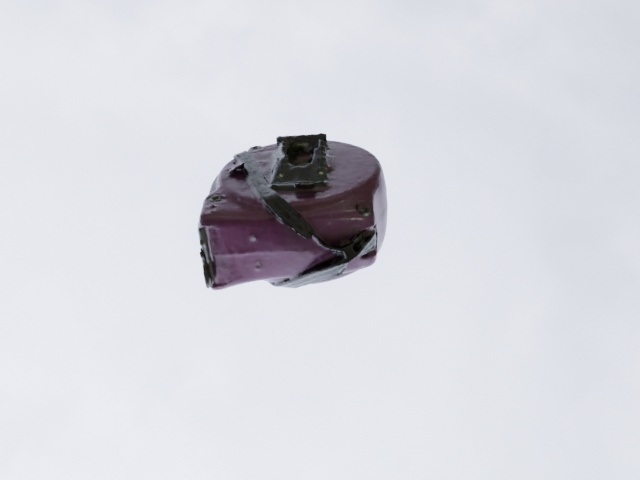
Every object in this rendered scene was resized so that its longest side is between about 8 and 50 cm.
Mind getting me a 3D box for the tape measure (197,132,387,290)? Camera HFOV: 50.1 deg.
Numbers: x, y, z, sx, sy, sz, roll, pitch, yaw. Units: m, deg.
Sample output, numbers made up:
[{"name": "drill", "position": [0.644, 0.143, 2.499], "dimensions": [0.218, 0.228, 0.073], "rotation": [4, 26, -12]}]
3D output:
[{"name": "tape measure", "position": [-0.029, -0.039, 0.870], "dimensions": [0.231, 0.149, 0.245], "rotation": [-7, -150, 0]}]
